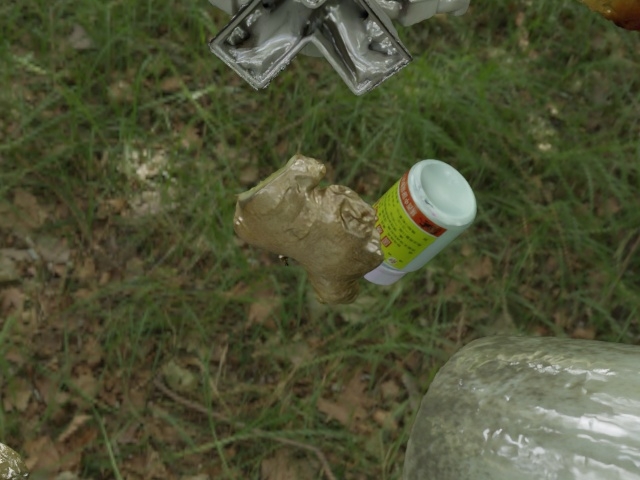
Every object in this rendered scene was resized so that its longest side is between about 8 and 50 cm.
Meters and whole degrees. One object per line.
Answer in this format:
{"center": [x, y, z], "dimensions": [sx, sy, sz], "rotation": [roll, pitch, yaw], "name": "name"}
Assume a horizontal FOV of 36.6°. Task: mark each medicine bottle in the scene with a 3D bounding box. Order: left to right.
{"center": [0.154, -0.027, 1.674], "dimensions": [0.139, 0.225, 0.139], "rotation": [18, 51, -24], "name": "medicine bottle"}

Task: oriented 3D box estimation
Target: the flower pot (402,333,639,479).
{"center": [0.258, 0.218, 0.833], "dimensions": [0.330, 0.293, 0.293], "rotation": [15, 40, 41], "name": "flower pot"}

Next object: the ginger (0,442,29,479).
{"center": [-0.405, 0.280, 0.928], "dimensions": [0.263, 0.109, 0.116], "rotation": [-29, 95, -55], "name": "ginger"}

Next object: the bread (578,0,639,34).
{"center": [0.200, -0.151, 0.474], "dimensions": [0.154, 0.136, 0.054], "rotation": [17, 58, -12], "name": "bread"}

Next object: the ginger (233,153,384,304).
{"center": [0.003, -0.002, 1.034], "dimensions": [0.213, 0.137, 0.074], "rotation": [47, 39, -31], "name": "ginger"}

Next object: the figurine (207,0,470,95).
{"center": [0.005, -0.262, 1.011], "dimensions": [0.308, 0.143, 0.308], "rotation": [15, 37, -12], "name": "figurine"}
